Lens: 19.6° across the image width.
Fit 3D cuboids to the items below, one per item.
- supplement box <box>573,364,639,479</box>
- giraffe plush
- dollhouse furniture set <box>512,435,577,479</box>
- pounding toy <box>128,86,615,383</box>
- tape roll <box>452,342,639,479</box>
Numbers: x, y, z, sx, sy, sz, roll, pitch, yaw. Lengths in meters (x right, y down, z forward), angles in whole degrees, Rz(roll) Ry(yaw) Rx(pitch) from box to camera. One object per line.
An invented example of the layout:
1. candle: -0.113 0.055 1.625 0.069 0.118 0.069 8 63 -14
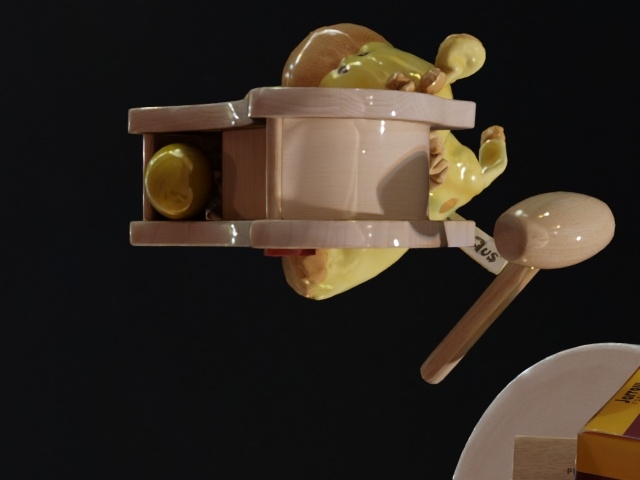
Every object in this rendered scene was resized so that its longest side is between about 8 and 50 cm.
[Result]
1. supplement box: 0.223 0.177 0.883 0.191 0.129 0.194 7 -76 22
2. giraffe plush: 0.028 -0.066 1.183 0.210 0.181 0.170 20 -21 15
3. dollhouse furniture set: 0.210 0.320 1.304 0.303 0.174 0.355 0 -97 14
4. pounding toy: 0.000 0.000 0.951 0.269 0.154 0.154 1 -89 45
5. tape roll: 0.262 0.282 1.583 0.392 0.072 0.392 -9 -102 47
